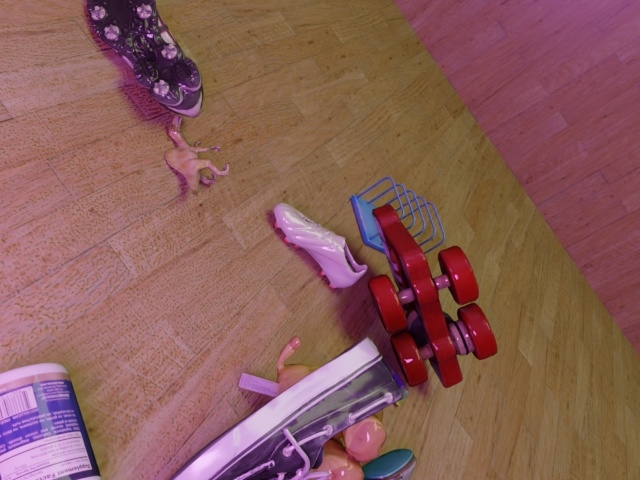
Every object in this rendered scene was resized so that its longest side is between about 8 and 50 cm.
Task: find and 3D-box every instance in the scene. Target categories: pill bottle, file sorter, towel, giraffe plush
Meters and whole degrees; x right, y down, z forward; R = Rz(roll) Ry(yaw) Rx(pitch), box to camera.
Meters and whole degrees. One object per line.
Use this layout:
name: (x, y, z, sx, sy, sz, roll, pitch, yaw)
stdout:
pill bottle: (-0.251, 0.204, 0.705, 0.094, 0.094, 0.169, 6, 57, -57)
file sorter: (0.166, -0.041, 1.637, 0.170, 0.105, 0.118, 25, 42, -47)
towel: (0.123, 0.244, 1.365, 0.083, 0.009, 0.060, 59, 26, 5)
giraffe plush: (0.014, 0.235, 1.073, 0.210, 0.181, 0.170, 30, 1, 29)

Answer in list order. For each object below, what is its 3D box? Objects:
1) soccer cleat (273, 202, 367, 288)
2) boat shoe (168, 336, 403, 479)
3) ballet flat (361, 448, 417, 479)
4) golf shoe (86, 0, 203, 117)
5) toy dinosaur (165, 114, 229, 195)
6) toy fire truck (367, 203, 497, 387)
soccer cleat: (0.000, 0.000, 1.352, 0.196, 0.076, 0.068, 48, 29, -17)
boat shoe: (-0.037, 0.230, 0.886, 0.306, 0.113, 0.104, -30, 81, -31)
ballet flat: (0.068, 0.359, 1.100, 0.222, 0.077, 0.079, -8, 86, -55)
golf shoe: (-0.275, -0.303, 1.236, 0.272, 0.105, 0.120, 58, -3, 15)
toy dinosaur: (-0.193, -0.112, 1.205, 0.093, 0.053, 0.183, 10, 43, -36)
toy fire truck: (0.182, 0.103, 1.428, 0.254, 0.170, 0.302, -112, 180, -62)
